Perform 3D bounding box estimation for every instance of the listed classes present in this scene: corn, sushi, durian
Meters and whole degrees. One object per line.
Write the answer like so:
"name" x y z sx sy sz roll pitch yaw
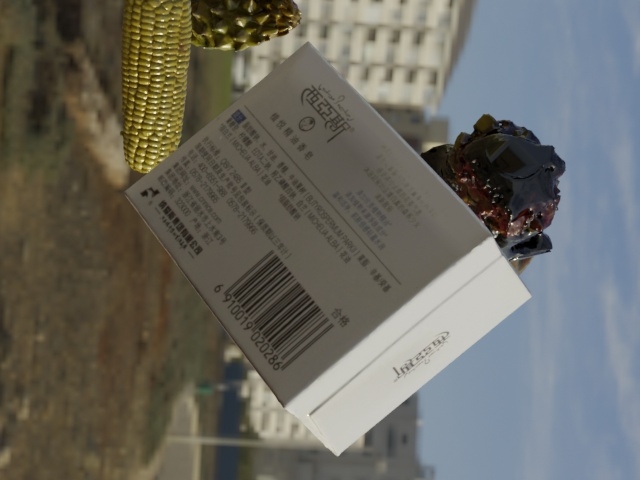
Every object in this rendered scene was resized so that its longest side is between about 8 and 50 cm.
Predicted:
"corn" -0.162 -0.165 1.541 0.067 0.067 0.206 -94 -171 -71
"sushi" 0.236 -0.078 2.030 0.150 0.153 0.172 104 -30 -67
"durian" -0.119 -0.329 2.052 0.153 0.186 0.260 49 -3 -25

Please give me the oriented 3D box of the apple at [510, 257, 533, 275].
"apple" 0.222 -0.018 2.190 0.163 0.147 0.146 -54 149 -28

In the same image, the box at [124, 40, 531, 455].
"box" 0.001 0.001 1.273 0.274 0.203 0.116 49 -1 37
